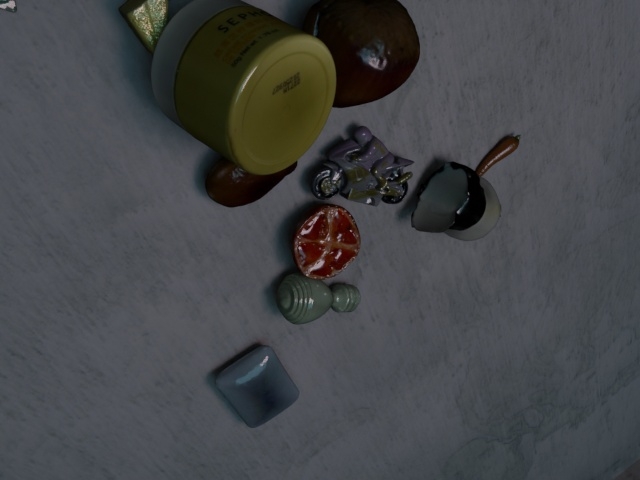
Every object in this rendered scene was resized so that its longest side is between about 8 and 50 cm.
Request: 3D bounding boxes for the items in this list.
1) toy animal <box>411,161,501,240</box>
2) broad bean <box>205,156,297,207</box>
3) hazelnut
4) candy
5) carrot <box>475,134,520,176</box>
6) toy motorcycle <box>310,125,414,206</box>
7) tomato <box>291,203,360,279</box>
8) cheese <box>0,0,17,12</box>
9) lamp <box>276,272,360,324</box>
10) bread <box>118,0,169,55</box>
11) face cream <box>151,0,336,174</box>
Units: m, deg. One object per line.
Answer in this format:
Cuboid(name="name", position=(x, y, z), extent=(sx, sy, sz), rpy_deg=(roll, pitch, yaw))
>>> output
Cuboid(name="toy animal", position=(0.298, -0.071, 1.241), extent=(0.179, 0.138, 0.166), rpy_deg=(22, 122, -42))
Cuboid(name="broad bean", position=(-0.125, -0.121, 1.015), extent=(0.165, 0.084, 0.114), rpy_deg=(-39, 128, 2))
Cuboid(name="hazelnut", position=(0.060, -0.310, 0.970), extent=(0.208, 0.208, 0.208), rpy_deg=(-12, 119, -23))
Cuboid(name="candy", position=(-0.133, 0.316, 1.232), extent=(0.138, 0.071, 0.174), rpy_deg=(-32, 123, -9))
Cuboid(name="carrot", position=(0.396, -0.189, 1.289), extent=(0.142, 0.035, 0.035), rpy_deg=(-42, 126, 5))
Cuboid(name="toy motorcycle", position=(0.089, -0.146, 1.122), extent=(0.225, 0.073, 0.152), rpy_deg=(2, 110, -28))
Cuboid(name="tomato", position=(0.000, 0.000, 1.147), extent=(0.156, 0.069, 0.155), rpy_deg=(-10, 111, -27))
Cuboid(name="cheese", position=(-0.474, -0.333, 0.760), extent=(0.121, 0.026, 0.067), rpy_deg=(-15, 120, -30))
Cuboid(name="lamp", position=(-0.006, 0.122, 1.193), extent=(0.193, 0.106, 0.106), rpy_deg=(6, 111, -40))
Cuboid(name="bread", position=(-0.236, -0.320, 0.856), extent=(0.080, 0.084, 0.109), rpy_deg=(-38, 125, -4))
Cuboid(name="face cream", position=(-0.111, -0.232, 0.861), extent=(0.218, 0.179, 0.218), rpy_deg=(-37, 147, -29))
